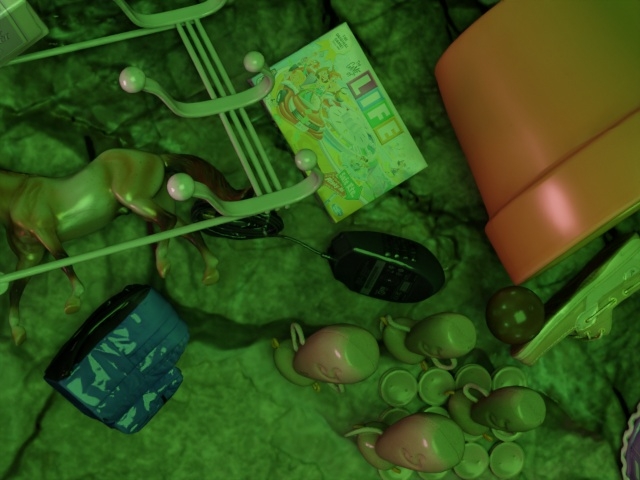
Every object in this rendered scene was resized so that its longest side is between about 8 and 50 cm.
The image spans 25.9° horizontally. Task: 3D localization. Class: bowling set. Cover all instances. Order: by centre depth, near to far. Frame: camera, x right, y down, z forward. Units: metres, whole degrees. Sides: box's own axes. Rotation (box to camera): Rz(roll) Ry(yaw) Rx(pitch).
[{"bbox_3d":[0.119,0.138,1.268,0.200,0.154,0.287,-42,99,-24],"label":"bowling set"}]

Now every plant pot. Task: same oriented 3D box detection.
[{"bbox_3d":[0.235,-0.122,1.210,0.291,0.291,0.203,-33,84,-7],"label":"plant pot"}]

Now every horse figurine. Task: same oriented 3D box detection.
[{"bbox_3d":[-0.193,-0.019,1.207,0.263,0.066,0.174,-19,59,-9],"label":"horse figurine"}]

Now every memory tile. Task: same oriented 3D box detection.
[{"bbox_3d":[0.126,0.175,1.332,0.148,0.012,0.113,0,94,-10],"label":"memory tile"}]

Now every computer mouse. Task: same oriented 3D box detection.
[{"bbox_3d":[0.000,0.000,1.278,0.242,0.071,0.041,19,55,-8],"label":"computer mouse"}]

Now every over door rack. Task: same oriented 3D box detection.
[{"bbox_3d":[-0.190,-0.092,1.148,0.324,0.108,0.240,-22,62,-9],"label":"over door rack"}]

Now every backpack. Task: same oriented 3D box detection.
[{"bbox_3d":[-0.171,0.103,1.230,0.101,0.098,0.120,45,73,-20],"label":"backpack"}]

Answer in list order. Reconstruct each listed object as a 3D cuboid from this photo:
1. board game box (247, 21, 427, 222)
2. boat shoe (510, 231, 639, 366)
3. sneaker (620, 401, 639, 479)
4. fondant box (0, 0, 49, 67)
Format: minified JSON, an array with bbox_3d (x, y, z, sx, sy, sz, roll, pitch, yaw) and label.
[{"bbox_3d":[0.016,-0.108,1.282,0.103,0.026,0.154,-32,99,-7],"label":"board game box"},{"bbox_3d":[0.256,0.066,1.323,0.170,0.063,0.059,-42,95,-6],"label":"boat shoe"},{"bbox_3d":[0.373,0.162,1.332,0.095,0.104,0.236,27,90,-13],"label":"sneaker"},{"bbox_3d":[-0.413,-0.234,1.110,0.238,0.096,0.330,-37,83,-6],"label":"fondant box"}]
